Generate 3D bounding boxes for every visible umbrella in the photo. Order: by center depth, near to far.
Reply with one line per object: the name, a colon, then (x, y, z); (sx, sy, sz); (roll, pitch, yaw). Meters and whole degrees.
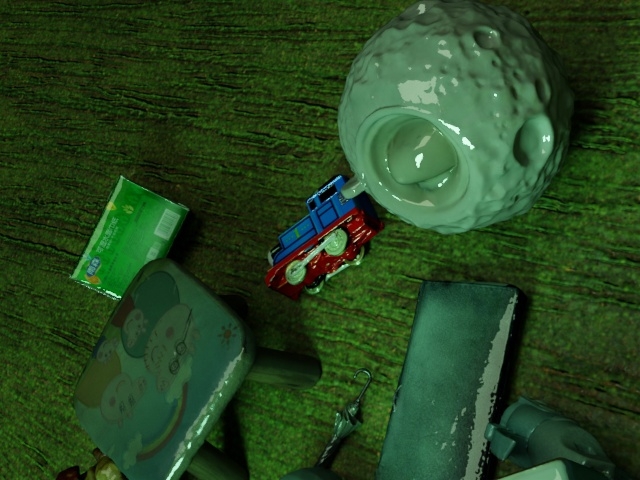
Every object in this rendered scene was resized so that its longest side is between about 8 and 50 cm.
umbrella: (0.021, 0.322, 1.718); (0.044, 0.044, 0.269); (25, 96, 5)

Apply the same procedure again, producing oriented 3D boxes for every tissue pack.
tissue pack: (-0.352, 0.002, 2.077); (0.209, 0.148, 0.156); (-64, 8, -1)

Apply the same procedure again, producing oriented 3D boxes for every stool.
stool: (-0.200, 0.229, 1.802); (0.310, 0.226, 0.310); (37, 97, 42)

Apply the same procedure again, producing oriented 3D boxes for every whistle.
whistle: (0.295, 0.262, 1.429); (0.274, 0.186, 0.093); (-164, 93, -78)

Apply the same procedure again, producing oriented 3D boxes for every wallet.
wallet: (0.180, 0.241, 1.613); (0.191, 0.046, 0.379); (4, 75, 41)

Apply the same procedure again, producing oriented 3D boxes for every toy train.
toy train: (0.000, 0.000, 1.832); (0.204, 0.083, 0.131); (-36, 53, 19)

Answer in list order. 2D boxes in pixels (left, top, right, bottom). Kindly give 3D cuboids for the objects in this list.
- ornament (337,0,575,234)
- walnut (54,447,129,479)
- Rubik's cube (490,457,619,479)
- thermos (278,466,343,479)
ornament: (0.196, -0.184, 1.597); (0.337, 0.337, 0.337); (-16, 63, 33)
walnut: (-0.331, 0.460, 1.788); (0.222, 0.244, 0.269); (-20, 76, -18)
Rubik's cube: (0.238, 0.478, 1.273); (0.347, 0.344, 0.346); (-23, 60, 28)
thermos: (0.008, 0.462, 1.546); (0.182, 0.145, 0.286); (-34, 36, -2)
